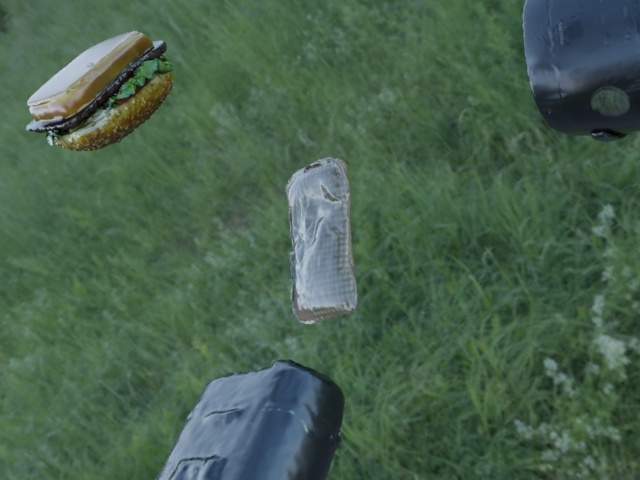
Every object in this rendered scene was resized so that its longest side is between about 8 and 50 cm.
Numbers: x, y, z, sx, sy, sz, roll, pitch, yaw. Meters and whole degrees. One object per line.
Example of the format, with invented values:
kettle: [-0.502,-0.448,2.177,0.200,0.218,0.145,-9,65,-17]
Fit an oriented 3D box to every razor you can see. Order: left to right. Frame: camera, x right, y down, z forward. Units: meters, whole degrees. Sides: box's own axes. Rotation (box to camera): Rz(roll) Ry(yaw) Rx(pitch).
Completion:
razor: [-0.101,0.254,0.614,0.189,0.107,0.327,-19,27,40]

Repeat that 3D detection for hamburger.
hamburger: [-0.237,-0.159,0.783,0.137,0.087,0.166,3,45,43]

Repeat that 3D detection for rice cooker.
rice cooker: [0.420,-0.267,0.959,0.224,0.267,0.267,-10,35,39]

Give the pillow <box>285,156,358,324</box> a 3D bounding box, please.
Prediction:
pillow: [-0.002,0.000,0.923,0.135,0.034,0.211,-23,69,52]
